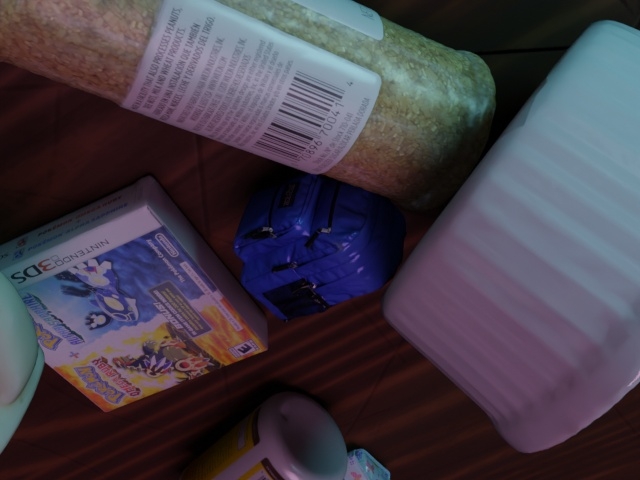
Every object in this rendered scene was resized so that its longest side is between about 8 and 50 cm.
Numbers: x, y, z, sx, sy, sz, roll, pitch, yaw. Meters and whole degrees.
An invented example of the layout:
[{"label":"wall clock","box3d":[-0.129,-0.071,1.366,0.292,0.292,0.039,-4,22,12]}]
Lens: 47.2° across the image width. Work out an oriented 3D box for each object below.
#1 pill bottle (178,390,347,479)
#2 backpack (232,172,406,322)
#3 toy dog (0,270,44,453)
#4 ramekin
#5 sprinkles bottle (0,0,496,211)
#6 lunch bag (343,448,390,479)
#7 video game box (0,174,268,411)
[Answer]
[{"label":"pill bottle","box3d":[-0.078,0.267,0.807,0.117,0.117,0.215,30,121,-29]},{"label":"backpack","box3d":[0.000,0.000,0.575,0.120,0.098,0.101,-15,136,32]},{"label":"toy dog","box3d":[-0.432,0.095,0.490,0.408,0.284,0.395,30,135,-20]},{"label":"ramekin","box3d":[0.162,-0.010,0.494,0.135,0.277,0.277,37,125,8]},{"label":"sprinkles bottle","box3d":[-0.064,-0.123,0.462,0.355,0.121,0.121,18,127,-22]},{"label":"lunch bag","box3d":[0.037,0.294,0.891,0.071,0.053,0.083,-31,119,17]},{"label":"video game box","box3d":[-0.176,0.059,0.658,0.187,0.048,0.205,-22,130,15]}]
